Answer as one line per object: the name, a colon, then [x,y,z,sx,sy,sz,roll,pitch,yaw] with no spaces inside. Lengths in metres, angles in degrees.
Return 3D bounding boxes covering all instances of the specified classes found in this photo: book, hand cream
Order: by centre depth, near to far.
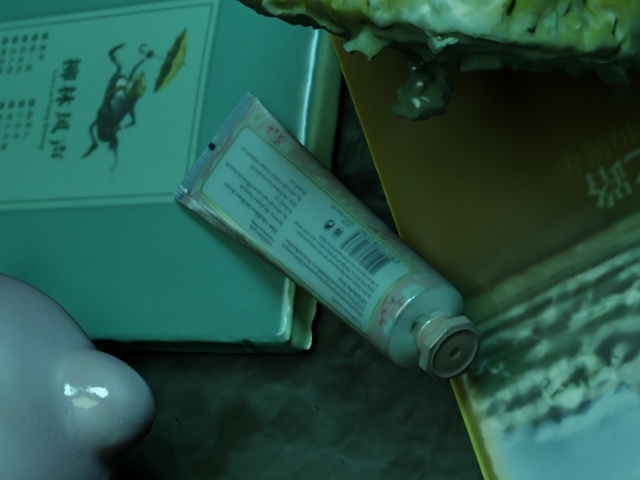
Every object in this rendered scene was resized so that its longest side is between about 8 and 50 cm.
book: [0.142,-0.077,0.755,0.262,0.028,0.374,-26,65,19]
hand cream: [0.000,0.000,0.789,0.067,0.043,0.209,-55,46,7]
book: [-0.153,-0.066,0.946,0.379,0.031,0.264,0,74,31]

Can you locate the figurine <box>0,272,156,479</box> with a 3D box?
figurine: [-0.178,0.099,0.825,0.173,0.173,0.173,-11,69,29]

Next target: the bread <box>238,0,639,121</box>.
bread: [0.080,-0.167,0.697,0.195,0.176,0.246,19,99,55]
